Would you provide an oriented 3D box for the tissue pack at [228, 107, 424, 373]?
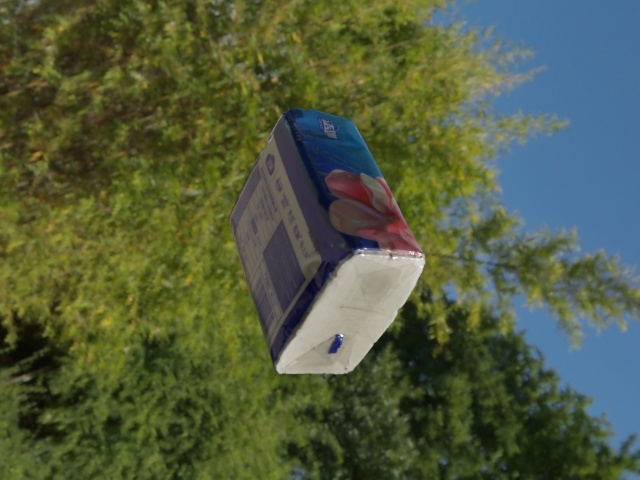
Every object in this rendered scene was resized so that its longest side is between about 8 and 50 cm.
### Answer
[{"bbox_3d":[0.000,0.000,1.064,0.209,0.137,0.270,-58,-144,30],"label":"tissue pack"}]
